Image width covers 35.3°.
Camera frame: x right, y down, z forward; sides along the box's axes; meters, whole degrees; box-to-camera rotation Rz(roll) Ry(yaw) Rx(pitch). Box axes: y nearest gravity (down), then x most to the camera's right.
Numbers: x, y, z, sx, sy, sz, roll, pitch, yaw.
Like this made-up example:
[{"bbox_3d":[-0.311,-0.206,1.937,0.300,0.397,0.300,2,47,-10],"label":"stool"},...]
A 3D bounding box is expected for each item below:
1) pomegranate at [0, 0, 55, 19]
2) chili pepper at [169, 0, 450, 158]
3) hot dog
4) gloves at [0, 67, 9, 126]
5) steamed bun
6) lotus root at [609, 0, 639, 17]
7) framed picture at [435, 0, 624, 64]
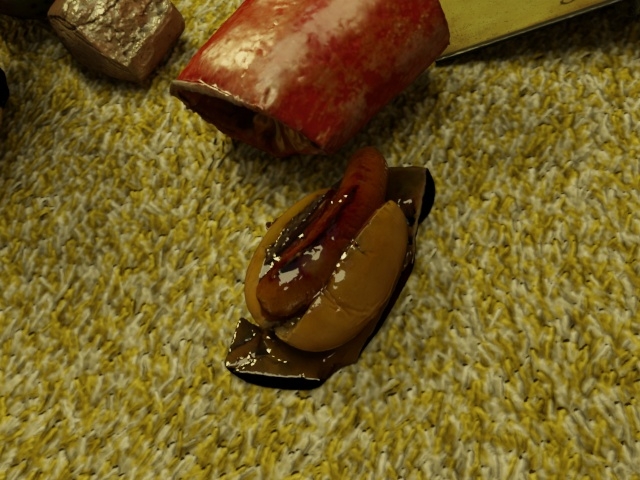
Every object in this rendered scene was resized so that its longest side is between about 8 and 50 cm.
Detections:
[{"bbox_3d":[-0.433,-0.468,1.428,0.242,0.306,0.242,5,50,-6],"label":"pomegranate"},{"bbox_3d":[-0.004,-0.223,1.257,0.251,0.229,0.305,33,75,25],"label":"chili pepper"},{"bbox_3d":[0.005,0.003,1.130,0.194,0.107,0.326,8,55,16],"label":"hot dog"},{"bbox_3d":[-0.493,-0.192,1.304,0.152,0.197,0.301,-33,54,17],"label":"gloves"},{"bbox_3d":[-0.287,-0.305,1.398,0.175,0.106,0.145,33,65,10],"label":"steamed bun"},{"bbox_3d":[0.394,-0.366,1.363,0.088,0.088,0.165,-15,61,-2],"label":"lotus root"},{"bbox_3d":[0.305,-0.379,1.356,0.338,0.014,0.255,-16,50,23],"label":"framed picture"}]
